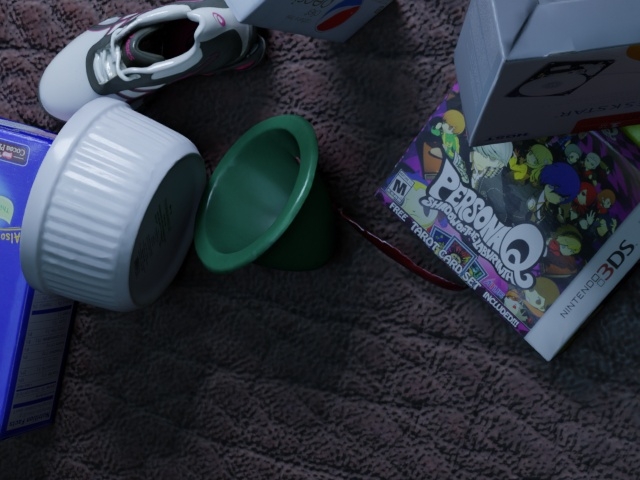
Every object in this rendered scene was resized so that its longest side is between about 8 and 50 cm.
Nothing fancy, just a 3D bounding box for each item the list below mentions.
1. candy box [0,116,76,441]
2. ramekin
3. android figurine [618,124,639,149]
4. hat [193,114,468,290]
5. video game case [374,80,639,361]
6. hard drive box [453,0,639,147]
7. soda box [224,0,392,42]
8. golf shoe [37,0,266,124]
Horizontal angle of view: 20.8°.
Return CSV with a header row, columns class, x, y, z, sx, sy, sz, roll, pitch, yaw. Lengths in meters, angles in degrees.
class,x,y,z,sx,sy,sz,roll,pitch,yaw
candy box,-0.391,0.023,1.852,0.268,0.122,0.317,16,98,23
ramekin,-0.197,-0.028,1.716,0.109,0.207,0.207,21,101,14
android figurine,0.326,-0.131,1.533,0.273,0.056,0.248,32,106,21
hat,0.000,0.000,1.717,0.173,0.183,0.208,-46,33,18
video game case,0.188,-0.039,1.573,0.232,0.042,0.210,45,125,12
hard drive box,0.211,-0.158,1.393,0.181,0.232,0.089,-8,78,-3
soda box,-0.016,-0.238,1.606,0.074,0.216,0.069,-39,74,21
golf shoe,-0.190,-0.189,1.749,0.273,0.120,0.105,-19,85,27
